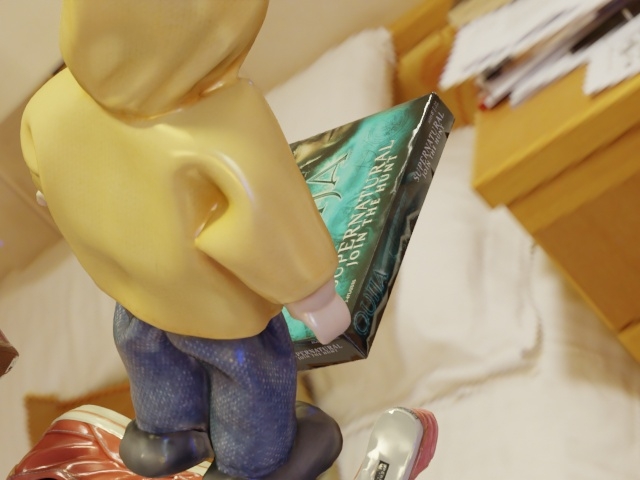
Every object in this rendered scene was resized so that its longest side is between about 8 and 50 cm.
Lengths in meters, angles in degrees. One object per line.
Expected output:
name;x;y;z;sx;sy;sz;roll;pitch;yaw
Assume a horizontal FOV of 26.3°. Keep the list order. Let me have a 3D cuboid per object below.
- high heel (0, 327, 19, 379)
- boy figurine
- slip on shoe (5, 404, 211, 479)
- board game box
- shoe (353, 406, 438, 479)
high heel;-0.363;0.008;0.971;0.127;0.181;0.377;-40;-22;0
boy figurine;-0.064;-0.019;0.587;0.177;0.285;0.092;18;37;37
slip on shoe;-0.086;0.207;0.915;0.331;0.123;0.101;17;39;34
board game box;0.000;0.000;0.797;0.126;0.026;0.186;-16;38;39
shoe;0.063;0.246;1.343;0.081;0.063;0.178;12;-78;-66
